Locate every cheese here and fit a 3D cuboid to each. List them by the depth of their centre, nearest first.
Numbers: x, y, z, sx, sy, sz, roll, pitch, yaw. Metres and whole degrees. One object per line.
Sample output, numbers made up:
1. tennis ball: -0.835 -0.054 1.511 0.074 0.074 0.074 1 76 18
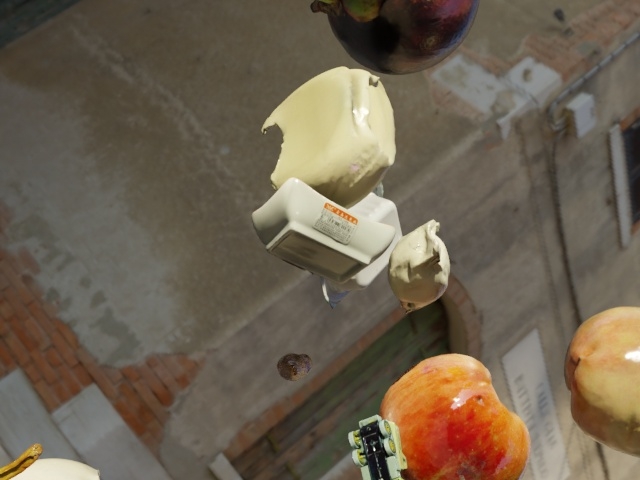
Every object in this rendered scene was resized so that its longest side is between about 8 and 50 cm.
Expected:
1. cheese: 0.015 -0.169 1.343 0.233 0.266 0.127 -24 -43 32

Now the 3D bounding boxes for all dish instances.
1. dish: 0.000 0.000 1.288 0.212 0.077 0.151 26 -36 -21

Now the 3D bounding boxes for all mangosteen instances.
1. mangosteen: 0.119 -0.448 1.440 0.306 0.359 0.306 38 -39 40

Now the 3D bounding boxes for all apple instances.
1. apple: 0.255 0.368 1.422 0.293 0.251 0.163 48 2 -9

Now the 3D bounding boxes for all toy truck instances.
1. toy truck: 0.112 0.385 1.329 0.100 0.077 0.169 37 32 -53

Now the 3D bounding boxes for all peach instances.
1. peach: 0.587 0.258 1.463 0.247 0.292 0.292 -32 -83 34

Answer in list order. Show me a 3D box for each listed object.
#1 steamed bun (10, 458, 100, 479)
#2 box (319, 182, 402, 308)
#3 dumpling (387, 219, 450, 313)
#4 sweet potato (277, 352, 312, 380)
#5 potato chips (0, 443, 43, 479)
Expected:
1. steamed bun: -0.526 0.545 1.400 0.309 0.309 0.309 47 -16 18
2. box: 0.121 0.003 2.141 0.106 0.336 0.264 7 -54 36
3. dumpling: 0.178 0.040 1.400 0.118 0.136 0.199 17 -38 -4
4. sweet potato: -0.051 0.239 1.497 0.058 0.055 0.202 34 -2 8
5. potato chips: -0.543 0.391 1.266 0.026 0.204 0.037 64 -9 -28
